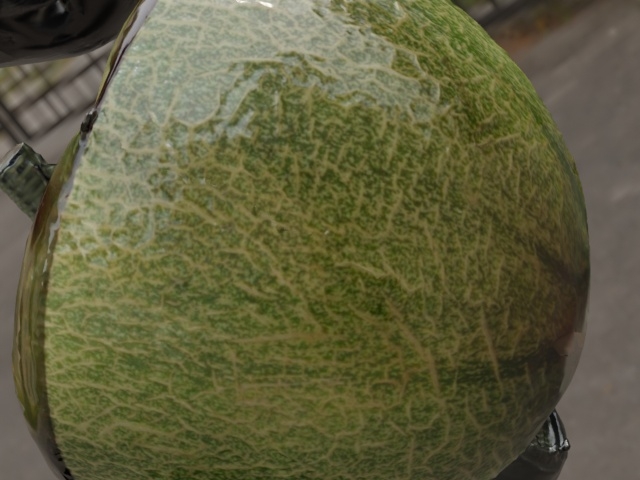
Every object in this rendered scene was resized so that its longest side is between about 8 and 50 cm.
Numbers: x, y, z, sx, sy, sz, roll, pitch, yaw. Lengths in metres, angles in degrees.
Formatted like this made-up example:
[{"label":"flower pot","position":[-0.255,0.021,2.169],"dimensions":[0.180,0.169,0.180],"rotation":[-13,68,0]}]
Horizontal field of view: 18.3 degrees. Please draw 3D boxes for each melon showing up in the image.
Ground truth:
[{"label":"melon","position":[0.000,0.000,0.468],"dimensions":[0.079,0.128,0.160],"rotation":[34,-108,-76]}]

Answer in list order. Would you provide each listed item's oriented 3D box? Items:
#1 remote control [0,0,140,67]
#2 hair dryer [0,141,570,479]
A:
[{"label":"remote control","position":[-0.163,-0.087,0.735],"dimensions":[0.266,0.066,0.090],"rotation":[-9,50,39]},{"label":"hair dryer","position":[-0.050,0.093,0.742],"dimensions":[0.219,0.225,0.088],"rotation":[-61,5,34]}]
